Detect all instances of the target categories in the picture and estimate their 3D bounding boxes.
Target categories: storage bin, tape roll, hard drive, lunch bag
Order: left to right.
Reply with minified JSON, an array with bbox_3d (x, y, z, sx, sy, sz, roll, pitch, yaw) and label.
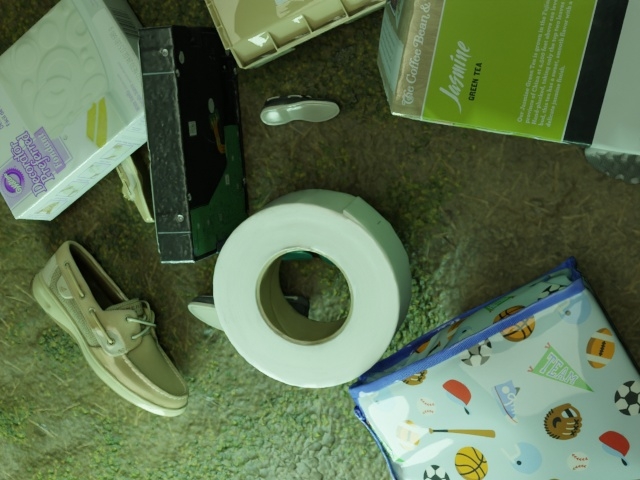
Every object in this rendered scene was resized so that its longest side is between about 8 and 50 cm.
[{"bbox_3d":[-0.186,-0.149,1.681,0.064,0.237,0.338,-3,99,18],"label":"hard drive"},{"bbox_3d":[-0.046,-0.422,1.655,0.262,0.123,0.260,-22,93,19],"label":"storage bin"},{"bbox_3d":[-0.010,0.069,1.656,0.286,0.100,0.286,4,106,16],"label":"tape roll"},{"bbox_3d":[0.274,0.256,1.608,0.386,0.239,0.327,-31,91,12],"label":"lunch bag"}]

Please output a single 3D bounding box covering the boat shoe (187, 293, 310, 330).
[{"bbox_3d":[-0.113,0.110,1.805,0.206,0.075,0.065,7,58,21],"label":"boat shoe"}]

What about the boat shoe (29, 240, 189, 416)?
[{"bbox_3d":[-0.331,0.145,1.834,0.341,0.122,0.110,43,109,8],"label":"boat shoe"}]

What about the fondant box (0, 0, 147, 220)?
[{"bbox_3d":[-0.405,-0.220,1.794,0.330,0.096,0.238,-37,77,20],"label":"fondant box"}]

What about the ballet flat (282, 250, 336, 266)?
[{"bbox_3d":[0.000,0.000,1.739,0.231,0.077,0.077,8,74,17],"label":"ballet flat"}]

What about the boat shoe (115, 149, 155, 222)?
[{"bbox_3d":[-0.301,-0.088,1.828,0.045,0.050,0.135,-24,81,22],"label":"boat shoe"}]

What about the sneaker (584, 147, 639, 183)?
[{"bbox_3d":[0.510,-0.153,1.557,0.281,0.105,0.115,-8,62,22],"label":"sneaker"}]

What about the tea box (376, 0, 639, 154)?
[{"bbox_3d":[0.250,-0.272,1.399,0.324,0.329,0.219,10,110,-3],"label":"tea box"}]

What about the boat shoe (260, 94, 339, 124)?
[{"bbox_3d":[-0.031,-0.206,1.728,0.125,0.038,0.046,-7,140,19],"label":"boat shoe"}]
